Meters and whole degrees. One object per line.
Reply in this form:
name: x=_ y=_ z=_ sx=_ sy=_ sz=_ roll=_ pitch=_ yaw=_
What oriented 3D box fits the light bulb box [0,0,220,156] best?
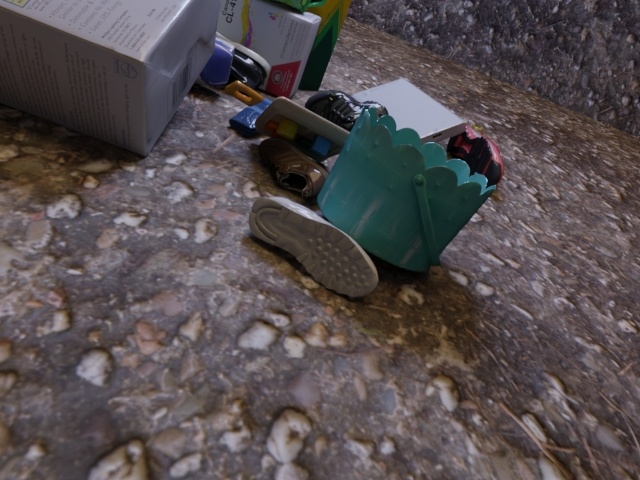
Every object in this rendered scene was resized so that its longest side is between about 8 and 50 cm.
light bulb box: x=-0.409 y=-0.396 z=0.939 sx=0.361 sy=0.225 sz=0.357 roll=21 pitch=53 yaw=-4

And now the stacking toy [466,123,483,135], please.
stacking toy: x=0.437 y=-0.379 z=1.763 sx=0.221 sy=0.052 sz=0.167 roll=26 pitch=28 yaw=9

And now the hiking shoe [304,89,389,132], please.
hiking shoe: x=0.059 y=-0.324 z=1.375 sx=0.227 sy=0.086 sz=0.114 roll=12 pitch=49 yaw=12

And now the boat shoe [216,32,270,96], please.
boat shoe: x=-0.305 y=-0.475 z=1.360 sx=0.340 sy=0.113 sz=0.127 roll=27 pitch=-14 yaw=-10

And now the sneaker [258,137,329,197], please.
sneaker: x=-0.068 y=-0.144 z=1.032 sx=0.188 sy=0.066 sz=0.071 roll=32 pitch=47 yaw=29

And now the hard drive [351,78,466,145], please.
hard drive: x=0.256 y=-0.382 z=1.575 sx=0.203 sy=0.040 sz=0.307 roll=-23 pitch=48 yaw=-18

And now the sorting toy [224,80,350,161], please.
sorting toy: x=-0.042 y=-0.210 z=1.076 sx=0.348 sy=0.047 sz=0.196 roll=25 pitch=-10 yaw=-16

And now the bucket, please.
bucket: x=0.141 y=-0.087 z=0.917 sx=0.281 sy=0.183 sz=0.281 roll=27 pitch=21 yaw=-11

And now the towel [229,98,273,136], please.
towel: x=-0.147 y=-0.284 z=1.195 sx=0.067 sy=0.029 sz=0.119 roll=32 pitch=54 yaw=19

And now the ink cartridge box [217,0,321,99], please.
ink cartridge box: x=-0.182 y=-0.555 z=1.450 sx=0.306 sy=0.226 sz=0.131 roll=21 pitch=30 yaw=-2

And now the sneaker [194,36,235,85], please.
sneaker: x=-0.371 y=-0.417 z=1.223 sx=0.316 sy=0.127 sz=0.182 roll=13 pitch=35 yaw=-3

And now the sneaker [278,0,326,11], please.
sneaker: x=-0.080 y=-0.655 z=1.343 sx=0.124 sy=0.109 sz=0.295 roll=32 pitch=32 yaw=22

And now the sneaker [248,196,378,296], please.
sneaker: x=0.000 y=0.000 z=0.836 sx=0.235 sy=0.090 sz=0.095 roll=37 pitch=18 yaw=17

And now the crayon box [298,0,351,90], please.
crayon box: x=-0.105 y=-0.688 z=1.623 sx=0.363 sy=0.313 sz=0.106 roll=39 pitch=34 yaw=27

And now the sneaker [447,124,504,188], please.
sneaker: x=0.475 y=-0.241 z=1.499 sx=0.136 sy=0.116 sz=0.313 roll=16 pitch=31 yaw=-15
